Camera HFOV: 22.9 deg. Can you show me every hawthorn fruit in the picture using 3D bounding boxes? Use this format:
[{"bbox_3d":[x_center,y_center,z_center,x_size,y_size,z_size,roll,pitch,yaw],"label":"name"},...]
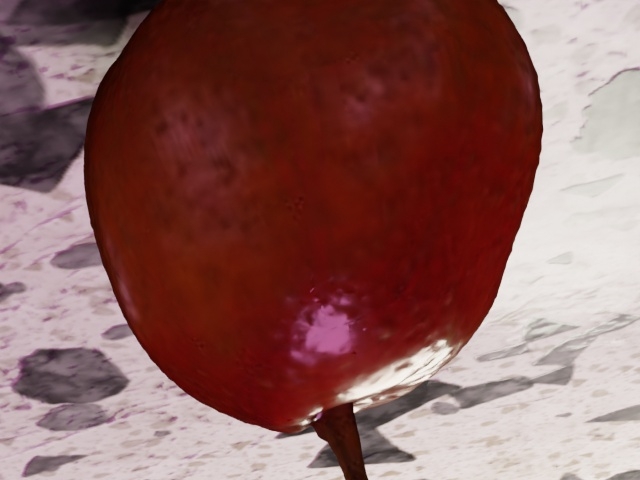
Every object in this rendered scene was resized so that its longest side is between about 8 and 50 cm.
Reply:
[{"bbox_3d":[0.000,0.000,0.642,0.196,0.225,0.196,-6,165,-2],"label":"hawthorn fruit"}]
